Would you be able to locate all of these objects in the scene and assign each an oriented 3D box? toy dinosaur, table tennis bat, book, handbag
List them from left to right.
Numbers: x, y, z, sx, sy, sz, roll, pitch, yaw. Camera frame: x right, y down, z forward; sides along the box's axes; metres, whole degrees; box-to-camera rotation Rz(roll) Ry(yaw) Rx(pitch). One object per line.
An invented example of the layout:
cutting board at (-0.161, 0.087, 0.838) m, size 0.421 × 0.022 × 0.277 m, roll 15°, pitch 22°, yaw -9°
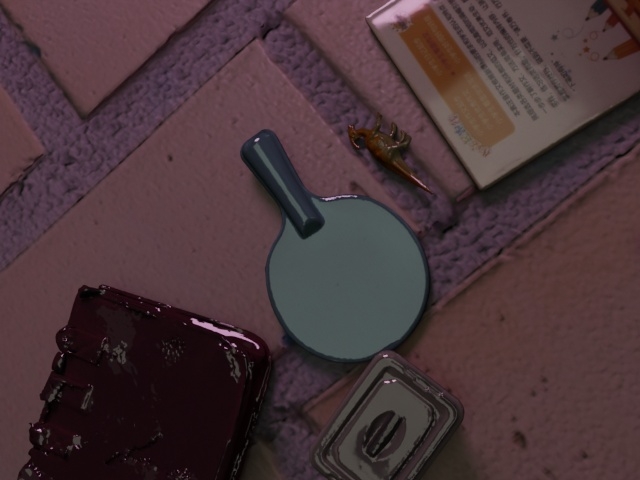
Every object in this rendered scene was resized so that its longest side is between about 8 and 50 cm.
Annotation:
handbag at (-0.168, 0.163, 0.605) m, size 0.216 × 0.074 × 0.203 m, roll 15°, pitch 87°, yaw 17°
table tennis bat at (0.000, 0.000, 0.599) m, size 0.153 × 0.040 × 0.244 m, roll -35°, pitch 81°, yaw 7°
toy dinosaur at (0.071, -0.085, 0.594) m, size 0.113 × 0.026 × 0.041 m, roll 38°, pitch 101°, yaw 24°
book at (0.216, -0.208, 0.574) m, size 0.295 × 0.020 × 0.208 m, roll -32°, pitch 78°, yaw 9°

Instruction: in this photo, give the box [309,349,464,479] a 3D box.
box at (0.059, 0.164, 0.552) m, size 0.089 × 0.062 × 0.122 m, roll 36°, pitch 92°, yaw 15°
